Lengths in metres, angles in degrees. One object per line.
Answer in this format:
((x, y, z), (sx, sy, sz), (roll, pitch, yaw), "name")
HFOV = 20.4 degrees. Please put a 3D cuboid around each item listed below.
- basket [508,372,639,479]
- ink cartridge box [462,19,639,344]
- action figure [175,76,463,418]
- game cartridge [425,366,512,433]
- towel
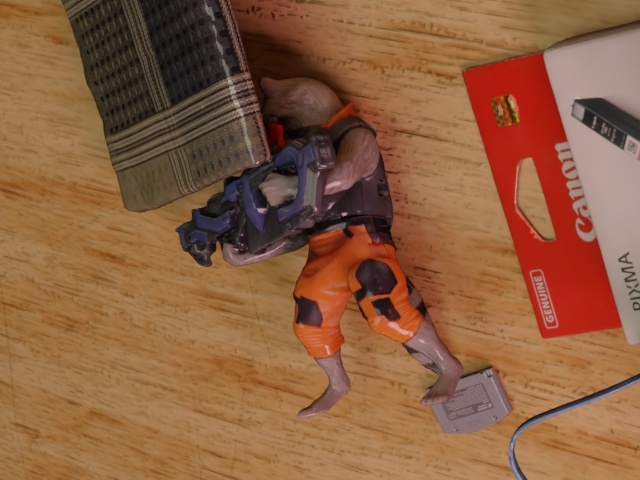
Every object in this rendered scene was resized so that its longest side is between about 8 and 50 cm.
((0.334, 0.215, 1.491), (0.289, 0.201, 0.255), (-27, 90, 7), "basket")
((0.248, -0.043, 1.563), (0.239, 0.060, 0.275), (-11, 101, 36), "ink cartridge box")
((0.000, 0.000, 1.727), (0.341, 0.178, 0.330), (-11, 95, 63), "action figure")
((0.146, 0.159, 1.739), (0.083, 0.017, 0.056), (-22, 91, 38), "game cartridge")
((-0.156, -0.195, 1.719), (0.324, 0.056, 0.312), (-14, 94, 61), "towel")
